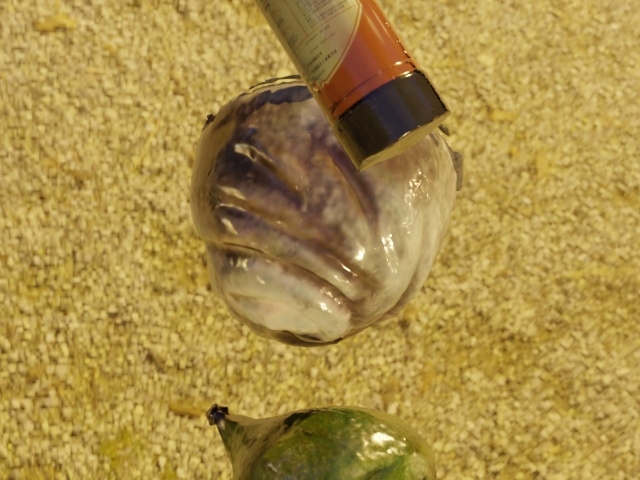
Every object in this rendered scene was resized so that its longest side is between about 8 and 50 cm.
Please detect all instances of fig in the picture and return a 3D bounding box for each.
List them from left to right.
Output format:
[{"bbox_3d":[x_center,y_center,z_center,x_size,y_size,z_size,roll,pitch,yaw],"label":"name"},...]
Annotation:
[{"bbox_3d":[-0.014,0.231,1.120,0.203,0.203,0.235,-27,42,-27],"label":"fig"}]

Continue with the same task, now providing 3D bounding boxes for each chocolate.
[{"bbox_3d":[0.000,0.000,1.160,0.303,0.303,0.213,13,56,-6],"label":"chocolate"}]

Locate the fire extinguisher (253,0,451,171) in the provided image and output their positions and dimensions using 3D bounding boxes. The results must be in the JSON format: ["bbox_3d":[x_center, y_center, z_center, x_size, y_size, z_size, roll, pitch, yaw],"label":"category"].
[{"bbox_3d":[-0.007,-0.118,0.492,0.050,0.062,0.177,-26,82,-39],"label":"fire extinguisher"}]
